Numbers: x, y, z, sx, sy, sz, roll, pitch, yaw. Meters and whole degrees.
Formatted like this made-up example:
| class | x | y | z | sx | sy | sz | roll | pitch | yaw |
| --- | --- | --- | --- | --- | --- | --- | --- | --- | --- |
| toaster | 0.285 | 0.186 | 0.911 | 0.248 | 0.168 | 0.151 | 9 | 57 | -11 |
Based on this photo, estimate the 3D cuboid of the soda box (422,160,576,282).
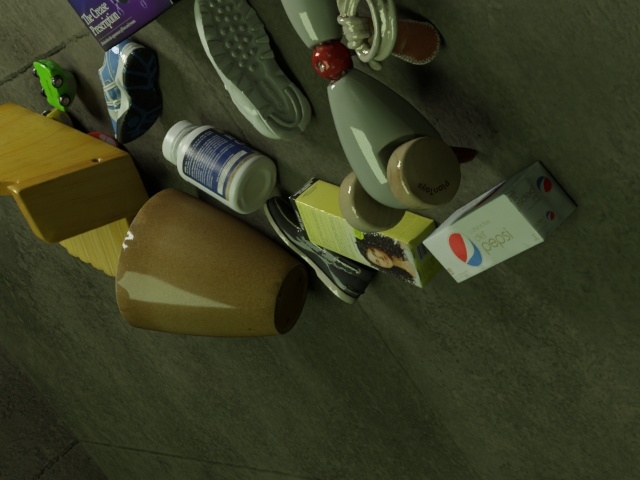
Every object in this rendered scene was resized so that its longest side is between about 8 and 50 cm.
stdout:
| class | x | y | z | sx | sy | sz | roll | pitch | yaw |
| --- | --- | --- | --- | --- | --- | --- | --- | --- | --- |
| soda box | 0.212 | -0.018 | 1.578 | 0.074 | 0.069 | 0.216 | 49 | 154 | -3 |

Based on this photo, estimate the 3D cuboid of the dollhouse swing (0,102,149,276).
| class | x | y | z | sx | sy | sz | roll | pitch | yaw |
| --- | --- | --- | --- | --- | --- | --- | --- | --- | --- |
| dollhouse swing | -0.494 | -0.039 | 2.266 | 0.347 | 0.315 | 0.305 | 24 | 125 | 38 |

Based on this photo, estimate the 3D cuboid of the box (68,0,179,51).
| class | x | y | z | sx | sy | sz | roll | pitch | yaw |
| --- | --- | --- | --- | --- | --- | --- | --- | --- | --- |
| box | -0.268 | -0.383 | 1.771 | 0.184 | 0.103 | 0.261 | 56 | 153 | -11 |

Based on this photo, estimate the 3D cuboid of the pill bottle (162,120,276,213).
| class | x | y | z | sx | sy | sz | roll | pitch | yaw |
| --- | --- | --- | --- | --- | --- | --- | --- | --- | --- |
| pill bottle | -0.156 | -0.116 | 1.965 | 0.169 | 0.094 | 0.094 | 31 | 149 | 30 |

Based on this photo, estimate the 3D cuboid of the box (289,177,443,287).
| class | x | y | z | sx | sy | sz | roll | pitch | yaw |
| --- | --- | --- | --- | --- | --- | --- | --- | --- | --- |
| box | 0.063 | -0.014 | 1.817 | 0.232 | 0.058 | 0.087 | 22 | 144 | 43 |

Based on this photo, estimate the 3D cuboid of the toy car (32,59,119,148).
| class | x | y | z | sx | sy | sz | roll | pitch | yaw |
| --- | --- | --- | --- | --- | --- | --- | --- | --- | --- |
| toy car | -0.438 | -0.230 | 2.282 | 0.239 | 0.053 | 0.225 | 28 | 147 | 33 |

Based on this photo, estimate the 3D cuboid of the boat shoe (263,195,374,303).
| class | x | y | z | sx | sy | sz | roll | pitch | yaw |
| --- | --- | --- | --- | --- | --- | --- | --- | --- | --- |
| boat shoe | 0.000 | 0.000 | 1.953 | 0.206 | 0.075 | 0.065 | 48 | 111 | 12 |

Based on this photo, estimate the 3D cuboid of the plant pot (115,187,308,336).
| class | x | y | z | sx | sy | sz | roll | pitch | yaw |
| --- | --- | --- | --- | --- | --- | --- | --- | --- | --- |
| plant pot | -0.156 | 0.060 | 2.100 | 0.254 | 0.237 | 0.237 | 16 | 142 | 22 |

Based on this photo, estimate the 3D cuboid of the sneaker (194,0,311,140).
| class | x | y | z | sx | sy | sz | roll | pitch | yaw |
| --- | --- | --- | --- | --- | --- | --- | --- | --- | --- |
| sneaker | -0.108 | -0.233 | 1.755 | 0.095 | 0.090 | 0.235 | 16 | 139 | 61 |

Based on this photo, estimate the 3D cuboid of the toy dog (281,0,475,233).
| class | x | y | z | sx | sy | sz | roll | pitch | yaw |
| --- | --- | --- | --- | --- | --- | --- | --- | --- | --- |
| toy dog | 0.083 | -0.173 | 1.522 | 0.220 | 0.161 | 0.334 | 17 | 126 | 50 |

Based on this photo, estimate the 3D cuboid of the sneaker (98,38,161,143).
| class | x | y | z | sx | sy | sz | roll | pitch | yaw |
| --- | --- | --- | --- | --- | --- | --- | --- | --- | --- |
| sneaker | -0.302 | -0.240 | 2.052 | 0.081 | 0.080 | 0.211 | 43 | 144 | 24 |
